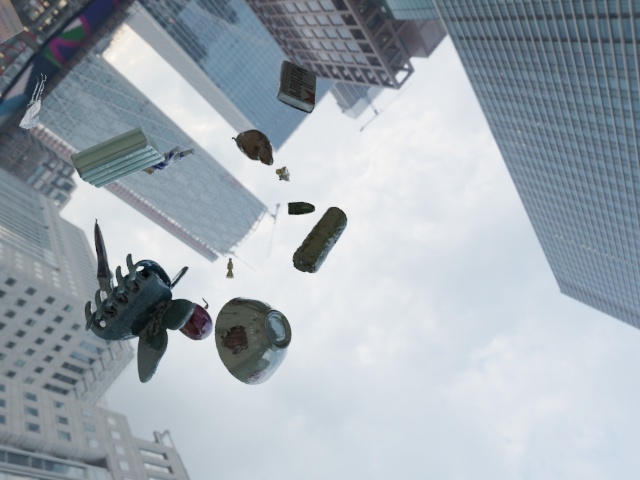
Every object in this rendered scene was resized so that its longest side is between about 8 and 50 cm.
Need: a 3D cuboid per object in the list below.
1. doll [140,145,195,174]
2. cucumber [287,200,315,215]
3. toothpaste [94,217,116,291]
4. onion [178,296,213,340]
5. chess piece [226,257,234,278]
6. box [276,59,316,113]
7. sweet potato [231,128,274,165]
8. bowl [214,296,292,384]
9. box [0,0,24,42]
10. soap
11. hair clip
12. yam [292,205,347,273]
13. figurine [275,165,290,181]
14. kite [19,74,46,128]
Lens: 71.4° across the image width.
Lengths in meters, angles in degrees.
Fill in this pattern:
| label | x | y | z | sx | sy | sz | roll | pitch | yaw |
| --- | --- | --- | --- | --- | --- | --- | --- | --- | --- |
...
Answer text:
| label | x | y | z | sx | sy | sz | roll | pitch | yaw |
| --- | --- | --- | --- | --- | --- | --- | --- | --- | --- |
| doll | -0.577 | -0.293 | 1.651 | 0.228 | 0.114 | 0.057 | -14 | -86 | 24 |
| cucumber | -0.073 | -0.129 | 1.686 | 0.108 | 0.035 | 0.067 | -3 | -137 | -3 |
| toothpaste | -0.798 | 0.051 | 1.624 | 0.096 | 0.061 | 0.265 | 11 | -71 | 58 |
| onion | -0.529 | 0.339 | 1.876 | 0.177 | 0.154 | 0.177 | 22 | -62 | 47 |
| chess piece | -0.396 | 0.120 | 1.956 | 0.035 | 0.035 | 0.092 | -16 | -114 | 31 |
| box | -0.069 | -0.463 | 1.337 | 0.036 | 0.115 | 0.177 | -51 | -152 | 44 |
| sweet potato | -0.151 | -0.228 | 1.089 | 0.074 | 0.075 | 0.269 | -47 | -145 | -1 |
| bowl | -0.211 | 0.346 | 1.635 | 0.158 | 0.337 | 0.337 | -25 | -135 | 30 |
| box | -1.119 | -0.709 | 1.455 | 0.070 | 0.152 | 0.237 | 37 | -116 | 8 |
| soap | -0.530 | -0.216 | 1.169 | 0.198 | 0.119 | 0.066 | -24 | -99 | -3 |
| hair clip | -0.615 | 0.218 | 1.510 | 0.318 | 0.238 | 0.392 | -46 | -145 | 13 |
| yam | 0.000 | 0.000 | 1.092 | 0.078 | 0.078 | 0.179 | 5 | -129 | 42 |
| figurine | -0.152 | -0.263 | 1.774 | 0.051 | 0.083 | 0.047 | -8 | -120 | 8 |
| kite | -1.129 | -0.546 | 1.759 | 0.127 | 0.016 | 0.229 | -102 | -145 | -68 |
